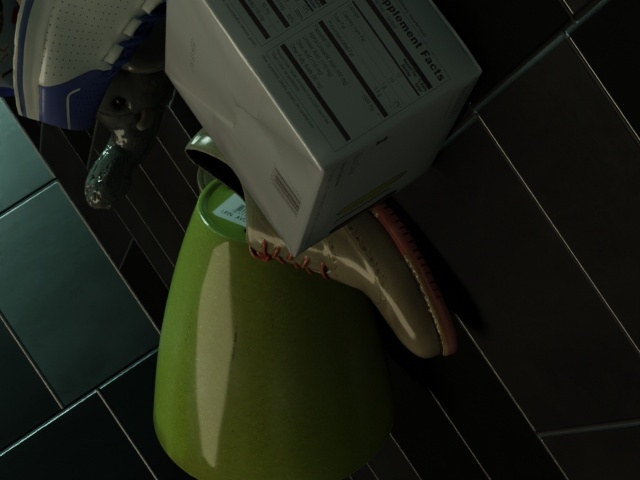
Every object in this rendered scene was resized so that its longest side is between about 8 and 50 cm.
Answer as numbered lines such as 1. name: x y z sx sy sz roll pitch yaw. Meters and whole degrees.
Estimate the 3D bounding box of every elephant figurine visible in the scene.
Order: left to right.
1. elephant figurine: -0.168 -0.184 1.664 0.186 0.239 0.169 50 167 25

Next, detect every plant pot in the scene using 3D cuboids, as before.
1. plant pot: -0.055 0.076 1.945 0.275 0.274 0.294 45 147 42

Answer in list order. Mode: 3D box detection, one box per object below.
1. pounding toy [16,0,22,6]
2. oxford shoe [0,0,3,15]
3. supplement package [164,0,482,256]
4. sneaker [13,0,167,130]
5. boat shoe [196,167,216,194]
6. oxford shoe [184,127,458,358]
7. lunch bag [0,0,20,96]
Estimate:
1. pounding toy: -0.322 -0.308 2.184 0.100 0.130 0.141 61 167 -21
2. oxford shoe: -0.394 -0.424 2.065 0.130 0.132 0.364 -93 16 -55
3. supplement package: -0.008 -0.133 1.412 0.204 0.145 0.262 55 168 9
4. sneaker: -0.139 -0.227 1.498 0.182 0.316 0.127 17 -158 1
5. boat shoe: -0.078 0.001 2.178 0.228 0.081 0.069 62 171 5
6. oxford shoe: 0.000 0.000 1.750 0.348 0.130 0.123 50 166 27
7. lunch bag: -0.520 -0.418 2.388 0.328 0.239 0.385 79 -177 -64
